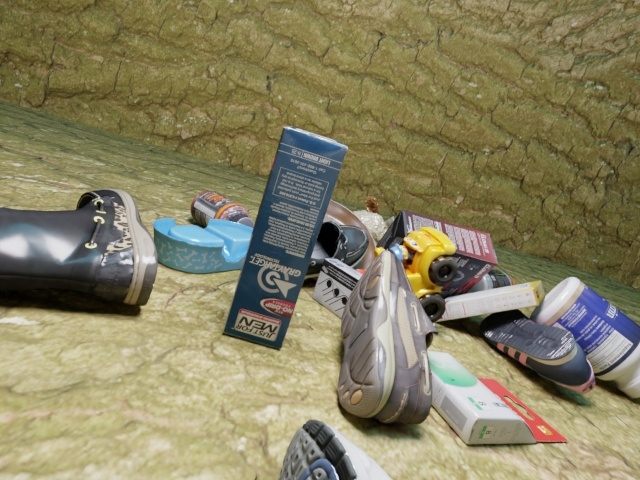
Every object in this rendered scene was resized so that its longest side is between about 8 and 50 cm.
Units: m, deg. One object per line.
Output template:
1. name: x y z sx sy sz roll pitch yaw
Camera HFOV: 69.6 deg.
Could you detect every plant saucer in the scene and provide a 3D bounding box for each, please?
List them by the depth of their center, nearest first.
1. plant saucer: 0.000 0.000 1.232 0.311 0.050 0.310 16 44 -16

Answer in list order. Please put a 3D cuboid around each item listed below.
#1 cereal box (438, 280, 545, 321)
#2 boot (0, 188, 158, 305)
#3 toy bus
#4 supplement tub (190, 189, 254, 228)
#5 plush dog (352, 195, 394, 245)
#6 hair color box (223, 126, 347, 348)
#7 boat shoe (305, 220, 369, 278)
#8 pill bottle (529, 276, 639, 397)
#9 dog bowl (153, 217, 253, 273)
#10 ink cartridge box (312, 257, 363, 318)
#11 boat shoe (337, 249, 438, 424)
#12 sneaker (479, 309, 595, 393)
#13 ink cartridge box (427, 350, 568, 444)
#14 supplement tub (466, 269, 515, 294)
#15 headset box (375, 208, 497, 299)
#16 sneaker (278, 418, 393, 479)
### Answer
1. cereal box: 0.416 0.150 1.140 0.240 0.047 0.173 -17 -6 30
2. boot: -0.458 -0.013 0.767 0.284 0.138 0.377 7 22 -39
3. toy bus: 0.171 0.078 1.036 0.212 0.220 0.149 7 20 -17
4. supplement tub: -0.268 -0.064 1.277 0.198 0.105 0.106 28 16 39
5. plush dog: 0.082 -0.011 1.401 0.226 0.210 0.262 -17 30 -27
6. hair color box: -0.061 -0.014 0.792 0.105 0.346 0.174 17 13 -5
7. boat shoe: 0.006 0.008 1.108 0.340 0.113 0.127 -11 55 -36
8. pill bottle: 0.638 0.222 1.060 0.265 0.153 0.153 42 20 15
9. dog bowl: -0.249 0.011 1.060 0.166 0.074 0.297 25 15 30
10. ink cartridge box: 0.074 0.122 0.966 0.046 0.097 0.207 5 18 -44
11. boat shoe: 0.115 0.154 0.763 0.130 0.132 0.355 30 35 -10
12. sneaker: 0.471 0.245 1.032 0.131 0.112 0.319 52 -1 -8
13. ink cartridge box: 0.279 0.258 0.772 0.225 0.056 0.181 9 15 -25
14. supplement tub: 0.506 0.144 1.401 0.191 0.116 0.117 6 17 -40
15. headset box: 0.306 0.057 1.243 0.294 0.218 0.110 14 49 -13
16. sneaker: 0.061 0.270 0.380 0.129 0.111 0.297 27 8 -39
